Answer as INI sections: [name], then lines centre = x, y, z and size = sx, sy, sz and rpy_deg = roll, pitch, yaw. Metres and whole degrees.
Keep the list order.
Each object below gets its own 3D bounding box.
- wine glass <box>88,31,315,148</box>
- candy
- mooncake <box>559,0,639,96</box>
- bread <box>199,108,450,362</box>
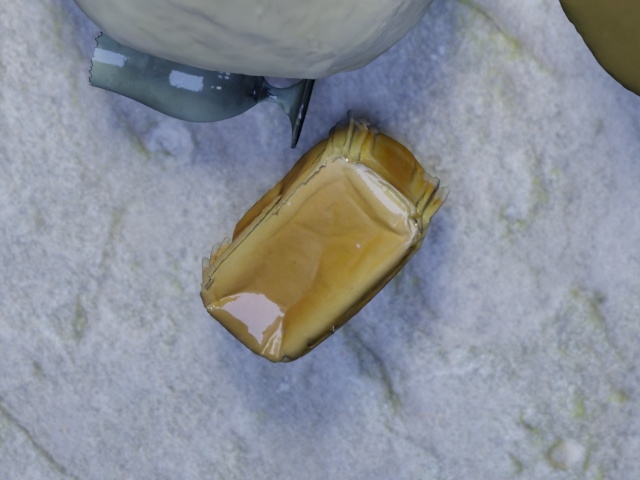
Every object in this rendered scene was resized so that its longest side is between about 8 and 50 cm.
[wine glass]
centre = -0.109, -0.153, 1.725
size = 0.202, 0.093, 0.093
rpy_deg = 14, 120, 0
[candy]
centre = -0.056, -0.338, 1.567
size = 0.386, 0.186, 0.427
rpy_deg = 22, 114, 1
[mooncake]
centre = 0.363, -0.287, 1.510
size = 0.378, 0.201, 0.378
rpy_deg = 4, 123, 6
[bread]
centre = 0.000, 0.000, 1.782
size = 0.136, 0.107, 0.241
rpy_deg = 40, 118, -9
